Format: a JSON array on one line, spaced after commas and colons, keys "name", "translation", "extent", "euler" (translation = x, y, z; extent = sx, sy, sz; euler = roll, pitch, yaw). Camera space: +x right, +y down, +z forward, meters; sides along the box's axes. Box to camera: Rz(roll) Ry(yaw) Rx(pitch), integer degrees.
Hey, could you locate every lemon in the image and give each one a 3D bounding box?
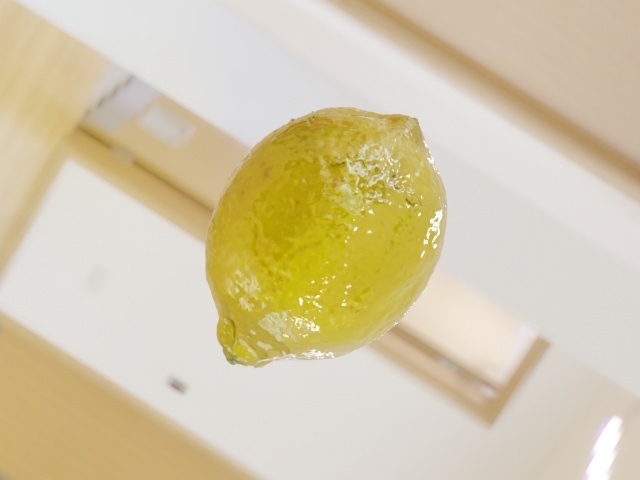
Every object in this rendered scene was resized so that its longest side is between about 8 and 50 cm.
[{"name": "lemon", "translation": [0.000, 0.000, 0.525], "extent": [0.083, 0.062, 0.062], "euler": [-51, 180, 7]}]
